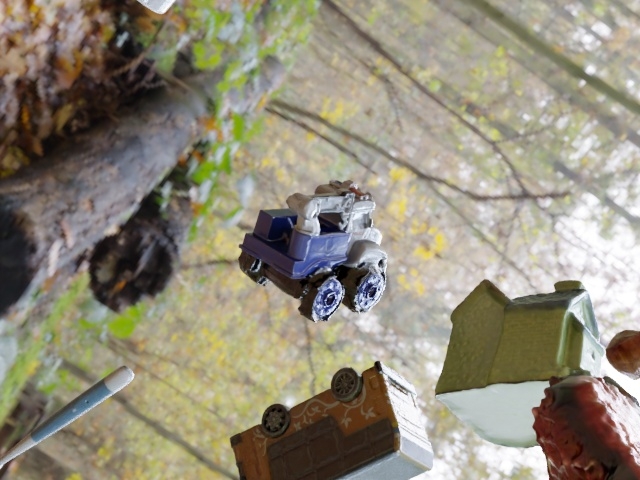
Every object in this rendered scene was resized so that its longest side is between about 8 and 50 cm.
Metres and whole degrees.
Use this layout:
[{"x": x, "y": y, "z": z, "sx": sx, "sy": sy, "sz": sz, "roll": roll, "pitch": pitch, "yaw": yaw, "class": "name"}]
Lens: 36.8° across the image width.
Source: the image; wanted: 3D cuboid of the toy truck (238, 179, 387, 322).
[{"x": 0.000, "y": 0.000, "z": 1.347, "sx": 0.213, "sy": 0.161, "sz": 0.177, "roll": -7, "pitch": 118, "yaw": -49, "class": "toy truck"}]

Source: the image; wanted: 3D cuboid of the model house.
[{"x": 0.289, "y": 0.153, "z": 1.283, "sx": 0.214, "sy": 0.195, "sz": 0.189, "roll": -16, "pitch": -130, "yaw": 36, "class": "model house"}]

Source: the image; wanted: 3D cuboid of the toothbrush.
[{"x": -0.283, "y": 0.195, "z": 1.007, "sx": 0.276, "sy": 0.019, "sz": 0.025, "roll": -35, "pitch": -175, "yaw": 28, "class": "toothbrush"}]

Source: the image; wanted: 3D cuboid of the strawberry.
[{"x": 0.295, "y": 0.254, "z": 0.852, "sx": 0.138, "sy": 0.233, "sz": 0.306, "roll": -54, "pitch": -164, "yaw": 21, "class": "strawberry"}]

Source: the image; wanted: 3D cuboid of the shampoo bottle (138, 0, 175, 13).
[{"x": -0.127, "y": -0.414, "z": 1.153, "sx": 0.303, "sy": 0.092, "sz": 0.092, "roll": -45, "pitch": -168, "yaw": 17, "class": "shampoo bottle"}]

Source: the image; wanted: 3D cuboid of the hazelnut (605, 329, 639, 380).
[{"x": 0.492, "y": 0.181, "z": 1.522, "sx": 0.086, "sy": 0.086, "sz": 0.086, "roll": -54, "pitch": -171, "yaw": 13, "class": "hazelnut"}]

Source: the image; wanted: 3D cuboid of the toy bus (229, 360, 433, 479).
[{"x": 0.015, "y": 0.313, "z": 1.433, "sx": 0.275, "sy": 0.138, "sz": 0.167, "roll": -28, "pitch": -127, "yaw": 17, "class": "toy bus"}]
